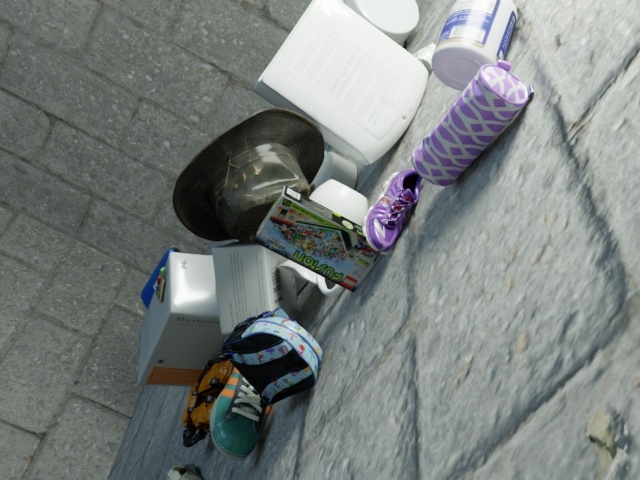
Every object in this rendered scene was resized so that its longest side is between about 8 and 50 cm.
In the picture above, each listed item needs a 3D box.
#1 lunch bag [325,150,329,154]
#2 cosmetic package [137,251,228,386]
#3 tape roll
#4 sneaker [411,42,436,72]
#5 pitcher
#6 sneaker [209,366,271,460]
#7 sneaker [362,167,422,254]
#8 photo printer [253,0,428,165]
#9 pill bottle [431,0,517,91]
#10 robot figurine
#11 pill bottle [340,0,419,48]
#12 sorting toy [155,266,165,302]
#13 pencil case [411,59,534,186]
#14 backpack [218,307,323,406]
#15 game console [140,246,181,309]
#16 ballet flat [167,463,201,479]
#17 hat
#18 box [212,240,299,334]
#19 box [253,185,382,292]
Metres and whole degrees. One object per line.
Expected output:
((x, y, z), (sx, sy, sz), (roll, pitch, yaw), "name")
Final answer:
((-0.004, -0.202, 2.161), (0.098, 0.065, 0.067), (-53, 15, 35), "lunch bag")
((-0.305, 0.213, 1.948), (0.453, 0.230, 0.162), (123, 147, -53), "cosmetic package")
((-0.037, -0.033, 1.923), (0.392, 0.072, 0.392), (-58, 12, 20), "tape roll")
((0.214, -0.385, 1.723), (0.061, 0.053, 0.152), (-56, 16, -17), "sneaker")
((0.024, -0.003, 1.543), (0.177, 0.125, 0.207), (29, 91, 45), "pitcher")
((-0.136, 0.287, 1.550), (0.121, 0.108, 0.302), (-59, 11, 34), "sneaker")
((0.126, -0.057, 1.332), (0.071, 0.068, 0.170), (-27, 36, 60), "sneaker")
((0.055, -0.323, 1.608), (0.256, 0.307, 0.107), (-58, 10, -8), "photo printer")
((0.261, -0.349, 1.293), (0.187, 0.112, 0.112), (-67, 13, -23), "pill bottle")
((-0.250, 0.380, 1.844), (0.291, 0.085, 0.211), (-40, 33, 59), "robot figurine")
((0.084, -0.511, 2.098), (0.392, 0.224, 0.224), (-44, 22, 54), "pill bottle")
((-0.367, 0.095, 1.800), (0.062, 0.012, 0.083), (-132, 51, -64), "sorting toy")
((0.215, -0.170, 1.154), (0.206, 0.086, 0.088), (-50, 30, 42), "pencil case")
((-0.071, 0.198, 1.390), (0.173, 0.158, 0.117), (-27, 16, 47), "backpack")
((-0.333, 0.158, 2.179), (0.173, 0.250, 0.293), (-27, -14, -41), "game console")
((-0.324, 0.554, 1.837), (0.072, 0.068, 0.213), (-65, 12, -15), "ballet flat")
((-0.112, -0.090, 1.531), (0.331, 0.331, 0.134), (-57, 48, 24), "hat")
((-0.132, 0.088, 1.639), (0.182, 0.119, 0.181), (-26, -69, -73), "box")
((0.000, 0.000, 1.384), (0.114, 0.207, 0.036), (-56, 14, 30), "box")
